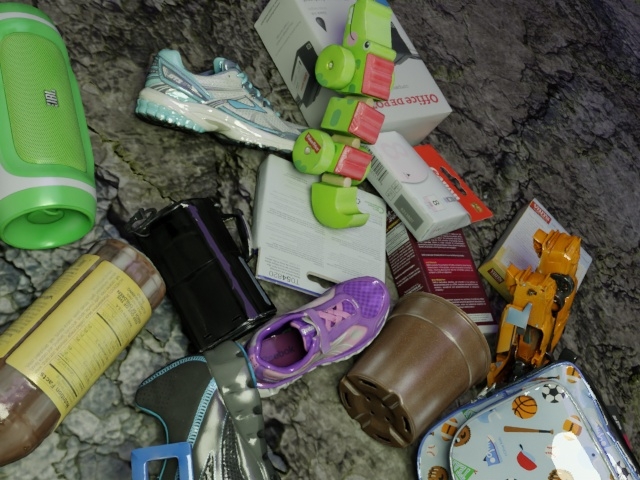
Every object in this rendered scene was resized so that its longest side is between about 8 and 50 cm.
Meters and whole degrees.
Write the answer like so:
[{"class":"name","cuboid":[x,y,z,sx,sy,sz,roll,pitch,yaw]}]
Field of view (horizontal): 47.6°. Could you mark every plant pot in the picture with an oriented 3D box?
[{"class":"plant pot","cuboid":[0.123,0.186,1.006,0.167,0.167,0.165,49,55,2]}]

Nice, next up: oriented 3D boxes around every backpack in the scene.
[{"class":"backpack","cuboid":[0.263,0.307,0.934,0.213,0.263,0.277,29,34,-58]}]

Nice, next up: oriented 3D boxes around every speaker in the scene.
[{"class":"speaker","cuboid":[-0.360,-0.143,0.895,0.131,0.131,0.297,-2,63,-36]}]

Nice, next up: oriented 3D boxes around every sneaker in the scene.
[{"class":"sneaker","cuboid":[-0.124,-0.204,1.077,0.283,0.110,0.122,12,93,-30]},{"class":"sneaker","cuboid":[-0.004,0.116,0.935,0.236,0.104,0.095,-29,74,-18]},{"class":"sneaker","cuboid":[-0.105,0.293,0.819,0.139,0.125,0.341,-17,75,-9]}]

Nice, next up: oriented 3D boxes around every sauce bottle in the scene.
[{"class":"sauce bottle","cuboid":[-0.304,0.144,0.754,0.111,0.111,0.344,42,54,-5]}]

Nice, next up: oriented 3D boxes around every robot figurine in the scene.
[{"class":"robot figurine","cuboid":[0.328,0.135,1.124,0.085,0.291,0.211,24,43,28]}]

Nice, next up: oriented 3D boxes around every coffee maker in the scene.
[{"class":"coffee maker","cuboid":[-0.151,0.048,0.908,0.171,0.120,0.178,-18,74,-55]}]

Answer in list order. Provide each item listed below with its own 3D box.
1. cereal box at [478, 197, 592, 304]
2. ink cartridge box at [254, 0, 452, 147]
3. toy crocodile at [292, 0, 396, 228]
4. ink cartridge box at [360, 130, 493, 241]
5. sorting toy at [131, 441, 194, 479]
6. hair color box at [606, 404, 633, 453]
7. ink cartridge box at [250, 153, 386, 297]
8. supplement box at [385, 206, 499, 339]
[{"class":"cereal box","cuboid":[0.409,0.045,1.364,0.173,0.047,0.240,47,46,0]},{"class":"ink cartridge box","cuboid":[0.058,-0.305,1.288,0.223,0.129,0.307,-16,73,-40]},{"class":"toy crocodile","cuboid":[0.050,-0.186,1.076,0.115,0.105,0.341,12,93,-46]},{"class":"ink cartridge box","cuboid":[0.185,-0.104,1.211,0.232,0.066,0.189,-19,63,-42]},{"class":"sorting toy","cuboid":[-0.139,0.380,0.717,0.196,0.047,0.348,-22,72,-4]},{"class":"hair color box","cuboid":[0.396,0.436,1.056,0.185,0.113,0.375,8,58,-31]},{"class":"ink cartridge box","cuboid":[0.000,0.000,1.107,0.223,0.045,0.224,20,53,-23]},{"class":"supplement box","cuboid":[0.188,0.055,1.185,0.130,0.073,0.239,3,61,-35]}]
